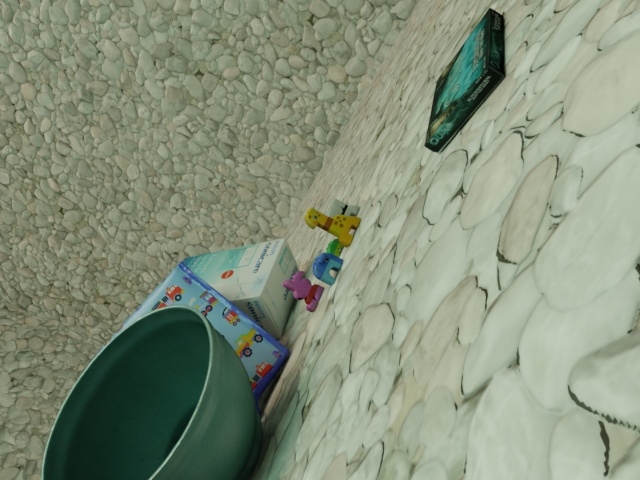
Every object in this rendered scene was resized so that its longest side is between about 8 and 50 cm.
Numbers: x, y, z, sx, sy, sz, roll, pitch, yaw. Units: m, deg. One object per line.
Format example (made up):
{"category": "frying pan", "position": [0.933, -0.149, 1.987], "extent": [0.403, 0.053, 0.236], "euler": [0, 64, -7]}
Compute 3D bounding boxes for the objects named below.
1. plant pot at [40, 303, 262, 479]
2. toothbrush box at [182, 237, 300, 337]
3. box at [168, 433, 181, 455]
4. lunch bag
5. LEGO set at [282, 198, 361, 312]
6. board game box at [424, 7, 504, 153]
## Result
{"category": "plant pot", "position": [-0.206, 0.267, 0.712], "extent": [0.292, 0.196, 0.293], "euler": [-23, 40, 21]}
{"category": "toothbrush box", "position": [-0.214, 0.126, 1.169], "extent": [0.295, 0.126, 0.216], "euler": [-10, 31, 20]}
{"category": "box", "position": [-0.274, 0.449, 0.874], "extent": [0.231, 0.056, 0.183], "euler": [78, -149, -54]}
{"category": "lunch bag", "position": [-0.213, 0.217, 0.911], "extent": [0.221, 0.293, 0.138], "euler": [-50, -29, -13]}
{"category": "LEGO set", "position": [0.000, 0.000, 0.897], "extent": [0.227, 0.093, 0.087], "euler": [-65, 8, -25]}
{"category": "board game box", "position": [0.188, -0.210, 0.652], "extent": [0.126, 0.026, 0.186], "euler": [-54, 11, 44]}
